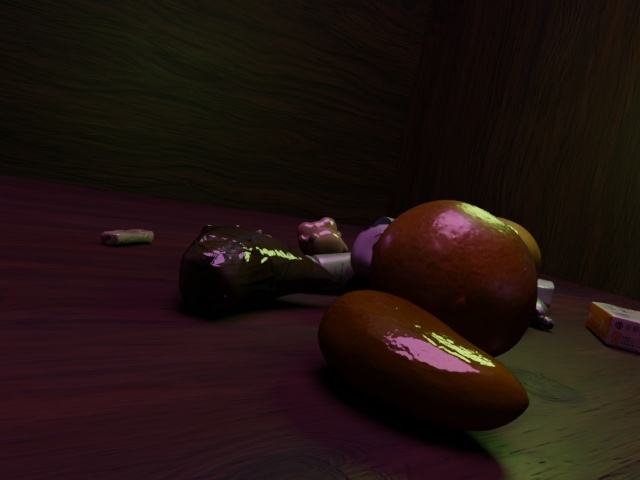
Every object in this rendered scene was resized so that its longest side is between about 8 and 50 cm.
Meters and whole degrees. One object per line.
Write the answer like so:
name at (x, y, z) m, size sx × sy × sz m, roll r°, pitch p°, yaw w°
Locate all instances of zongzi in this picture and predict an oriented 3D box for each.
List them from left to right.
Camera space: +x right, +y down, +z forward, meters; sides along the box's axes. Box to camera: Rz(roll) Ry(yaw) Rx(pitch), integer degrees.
zongzi at (-0.111, 0.082, 1.161) m, size 0.360 × 0.160 × 0.323 m, roll 17°, pitch 11°, yaw -8°

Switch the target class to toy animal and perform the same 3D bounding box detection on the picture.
toy animal at (0.000, 0.000, 2.020) m, size 0.171 × 0.171 × 0.198 m, roll 9°, pitch 10°, yaw -20°
toy animal at (0.153, 0.076, 1.309) m, size 0.187 × 0.235 × 0.165 m, roll 8°, pitch 13°, yaw -23°

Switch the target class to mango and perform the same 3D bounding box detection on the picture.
mango at (0.121, 0.170, 0.792) m, size 0.195 × 0.142 × 0.332 m, roll 2°, pitch 13°, yaw -33°

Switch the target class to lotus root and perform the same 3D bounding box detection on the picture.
lotus root at (0.637, 0.213, 1.626) m, size 0.088 × 0.088 × 0.165 m, roll 10°, pitch 16°, yaw -12°

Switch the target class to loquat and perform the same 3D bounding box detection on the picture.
loquat at (0.233, 0.094, 1.034) m, size 0.359 × 0.328 × 0.328 m, roll -43°, pitch 37°, yaw -24°

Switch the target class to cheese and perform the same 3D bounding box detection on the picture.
cheese at (-0.568, -0.012, 1.597) m, size 0.065 × 0.043 × 0.194 m, roll 15°, pitch 7°, yaw 16°

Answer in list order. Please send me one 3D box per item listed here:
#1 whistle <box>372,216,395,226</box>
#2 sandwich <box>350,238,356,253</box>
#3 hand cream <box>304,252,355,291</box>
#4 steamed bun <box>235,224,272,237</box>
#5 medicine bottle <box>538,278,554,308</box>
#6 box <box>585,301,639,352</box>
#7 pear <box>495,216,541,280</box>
whistle at (0.328, 0.059, 2.197) m, size 0.168 × 0.188 × 0.404 m, roll 14°, pitch 38°, yaw -27°
sandwich at (0.131, 0.034, 1.848) m, size 0.029 × 0.067 × 0.135 m, roll 33°, pitch 12°, yaw -15°
hand cream at (0.070, 0.089, 1.507) m, size 0.306 × 0.147 × 0.093 m, roll 1°, pitch 10°, yaw -27°
steamed bun at (-0.210, 0.028, 1.495) m, size 0.295 × 0.137 × 0.292 m, roll 3°, pitch 7°, yaw -42°
medicine bottle at (0.686, 0.165, 1.978) m, size 0.296 × 0.111 × 0.161 m, roll 12°, pitch 1°, yaw 16°
box at (0.939, 0.267, 1.614) m, size 0.221 × 0.091 × 0.274 m, roll 14°, pitch 7°, yaw 16°
pear at (0.502, 0.073, 1.619) m, size 0.314 × 0.314 × 0.314 m, roll 11°, pitch 6°, yaw -1°
